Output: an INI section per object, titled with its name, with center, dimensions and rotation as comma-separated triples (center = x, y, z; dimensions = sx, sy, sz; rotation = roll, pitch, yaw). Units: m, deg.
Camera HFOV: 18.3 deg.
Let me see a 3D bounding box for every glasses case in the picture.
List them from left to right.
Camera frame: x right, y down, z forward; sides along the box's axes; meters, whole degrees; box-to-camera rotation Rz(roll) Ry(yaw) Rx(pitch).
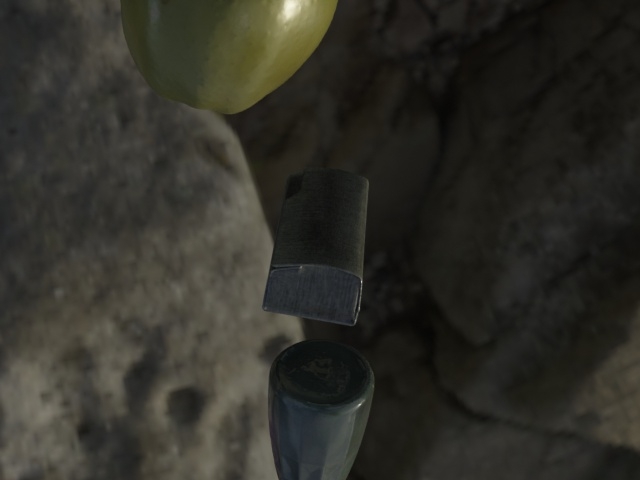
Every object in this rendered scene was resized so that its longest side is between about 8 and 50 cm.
[glasses case]
center = 0.000, 0.000, 1.517
dimensions = 0.071, 0.205, 0.047
rotation = 9, 113, 0

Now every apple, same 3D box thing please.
[apple]
center = -0.080, -0.209, 1.664
dimensions = 0.200, 0.200, 0.200
rotation = -8, 129, -10

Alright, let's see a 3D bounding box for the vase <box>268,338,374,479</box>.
[vase]
center = -0.006, 0.186, 1.673
dimensions = 0.086, 0.086, 0.214
rotation = -5, 132, -12
